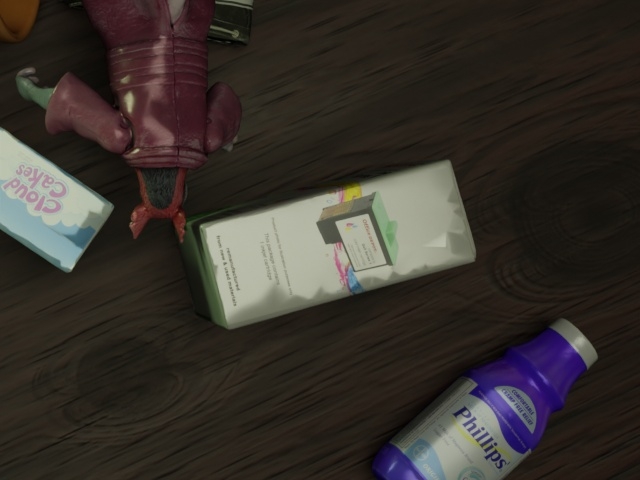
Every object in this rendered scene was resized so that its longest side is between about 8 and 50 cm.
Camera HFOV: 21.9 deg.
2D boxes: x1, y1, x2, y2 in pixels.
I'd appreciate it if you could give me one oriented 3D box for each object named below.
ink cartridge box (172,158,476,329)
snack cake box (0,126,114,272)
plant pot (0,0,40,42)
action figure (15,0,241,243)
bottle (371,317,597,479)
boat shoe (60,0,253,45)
[{"bbox_3d":[0.000,0.000,1.776,0.278,0.201,0.117,-15,95,-13],"label":"ink cartridge box"},{"bbox_3d":[-0.351,-0.076,1.719,0.264,0.152,0.089,35,84,-12],"label":"snack cake box"},{"bbox_3d":[-0.407,-0.339,1.653,0.203,0.291,0.291,-2,91,3],"label":"plant pot"},{"bbox_3d":[-0.149,-0.182,1.646,0.248,0.276,0.370,-5,88,-30],"label":"action figure"},{"bbox_3d":[0.193,0.204,1.880,0.283,0.092,0.118,-40,98,-10],"label":"bottle"},{"bbox_3d":[-0.179,-0.248,1.796,0.219,0.078,0.070,3,89,-15],"label":"boat shoe"}]
